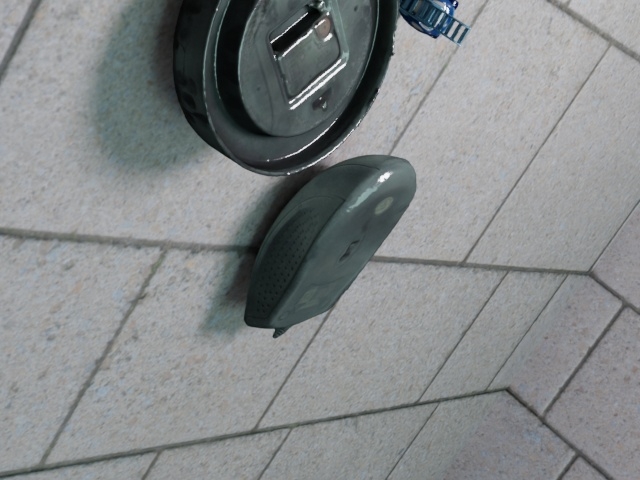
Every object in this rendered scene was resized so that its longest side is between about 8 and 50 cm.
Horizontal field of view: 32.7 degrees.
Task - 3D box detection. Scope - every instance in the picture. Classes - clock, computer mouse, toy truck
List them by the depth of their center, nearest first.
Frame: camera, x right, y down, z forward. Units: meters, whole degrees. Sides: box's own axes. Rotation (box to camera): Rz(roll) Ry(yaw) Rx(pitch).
[{"bbox_3d":[-0.034,-0.232,1.268,0.319,0.066,0.319,-28,131,-37],"label":"clock"},{"bbox_3d":[0.156,-0.300,1.458,0.074,0.136,0.063,2,122,-57],"label":"toy truck"},{"bbox_3d":[0.000,0.000,1.630,0.188,0.122,0.371,-8,139,-50],"label":"computer mouse"}]
